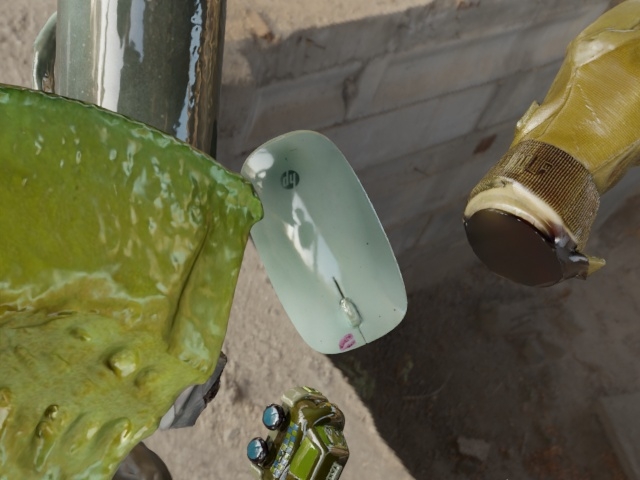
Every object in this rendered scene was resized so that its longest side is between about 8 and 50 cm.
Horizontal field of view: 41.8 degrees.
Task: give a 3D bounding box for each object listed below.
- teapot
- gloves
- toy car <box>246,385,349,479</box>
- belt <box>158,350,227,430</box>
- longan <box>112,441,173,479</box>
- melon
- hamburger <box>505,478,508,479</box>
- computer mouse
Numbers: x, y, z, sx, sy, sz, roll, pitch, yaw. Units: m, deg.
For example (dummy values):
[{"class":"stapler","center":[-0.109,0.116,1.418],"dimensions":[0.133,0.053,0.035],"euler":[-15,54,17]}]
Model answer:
[{"class":"teapot","center":[-0.215,-0.156,0.898],"dimensions":[0.270,0.337,0.200],"euler":[14,16,31]},{"class":"gloves","center":[0.250,-0.104,0.692],"dimensions":[0.331,0.154,0.141],"euler":[-43,37,-17]},{"class":"toy car","center":[-0.025,0.478,1.900],"dimensions":[0.198,0.248,0.204],"euler":[24,-1,42]},{"class":"belt","center":[-0.273,0.153,1.204],"dimensions":[0.289,0.164,0.184],"euler":[28,6,-18]},{"class":"longan","center":[-0.437,0.538,1.410],"dimensions":[0.404,0.404,0.436],"euler":[6,60,-15]},{"class":"melon","center":[-0.220,0.048,0.472],"dimensions":[0.343,0.331,0.226],"euler":[40,18,-49]},{"class":"hamburger","center":[0.311,0.754,1.786],"dimensions":[0.445,0.287,0.268],"euler":[-31,55,-23]},{"class":"computer mouse","center":[-0.001,-0.001,1.064],"dimensions":[0.159,0.097,0.288],"euler":[-23,83,2]}]
